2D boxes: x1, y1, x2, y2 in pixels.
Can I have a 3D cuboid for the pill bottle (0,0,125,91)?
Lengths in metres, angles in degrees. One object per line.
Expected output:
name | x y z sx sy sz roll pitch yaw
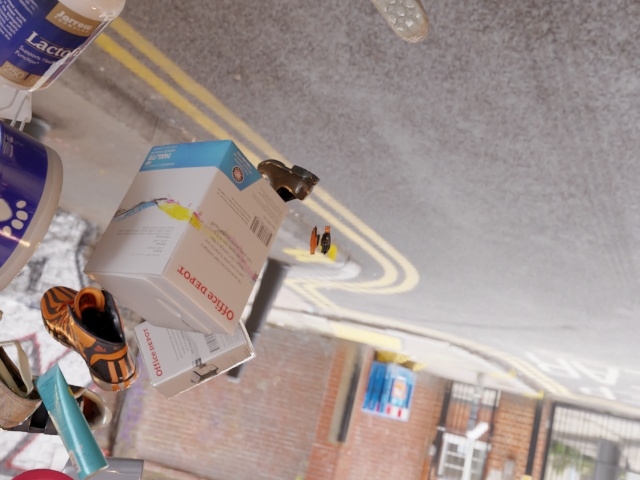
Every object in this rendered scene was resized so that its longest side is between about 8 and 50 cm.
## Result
pill bottle | -0.371 -0.341 1.019 0.265 0.153 0.153 -32 142 31

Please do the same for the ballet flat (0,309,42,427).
ballet flat | -0.603 0.185 1.313 0.106 0.315 0.107 -28 -169 7

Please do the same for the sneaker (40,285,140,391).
sneaker | -0.468 0.143 1.455 0.321 0.125 0.180 33 138 33

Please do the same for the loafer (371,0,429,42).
loafer | 0.151 -0.599 1.704 0.112 0.319 0.111 -30 172 19

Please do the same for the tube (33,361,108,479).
tube | -0.448 0.324 1.298 0.080 0.207 0.052 -35 168 22

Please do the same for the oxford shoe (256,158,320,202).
oxford shoe | -0.105 -0.150 1.873 0.083 0.096 0.227 36 171 -38

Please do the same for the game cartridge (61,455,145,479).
game cartridge | -0.511 0.641 1.645 0.198 0.297 0.062 5 176 -11

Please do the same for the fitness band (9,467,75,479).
fitness band | -0.469 0.535 1.242 0.209 0.290 0.054 12 140 -40

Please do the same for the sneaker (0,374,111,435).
sneaker | -0.607 0.363 1.601 0.128 0.126 0.321 8 175 40

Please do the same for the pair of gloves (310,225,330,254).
pair of gloves | 0.000 0.000 1.837 0.010 0.074 0.083 9 174 -37

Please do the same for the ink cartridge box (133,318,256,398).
ink cartridge box | -0.240 0.193 1.391 0.191 0.139 0.082 -26 149 -4

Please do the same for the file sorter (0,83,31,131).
file sorter | -0.731 -0.337 1.543 0.193 0.173 0.277 10 135 -14

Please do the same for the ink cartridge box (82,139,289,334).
ink cartridge box | -0.223 -0.004 1.253 0.197 0.270 0.198 1 146 35

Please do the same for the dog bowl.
dog bowl | -0.504 -0.046 1.071 0.265 0.264 0.104 2 157 43
